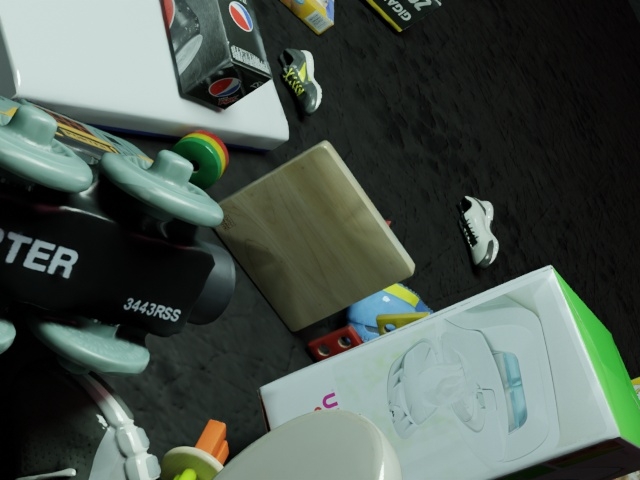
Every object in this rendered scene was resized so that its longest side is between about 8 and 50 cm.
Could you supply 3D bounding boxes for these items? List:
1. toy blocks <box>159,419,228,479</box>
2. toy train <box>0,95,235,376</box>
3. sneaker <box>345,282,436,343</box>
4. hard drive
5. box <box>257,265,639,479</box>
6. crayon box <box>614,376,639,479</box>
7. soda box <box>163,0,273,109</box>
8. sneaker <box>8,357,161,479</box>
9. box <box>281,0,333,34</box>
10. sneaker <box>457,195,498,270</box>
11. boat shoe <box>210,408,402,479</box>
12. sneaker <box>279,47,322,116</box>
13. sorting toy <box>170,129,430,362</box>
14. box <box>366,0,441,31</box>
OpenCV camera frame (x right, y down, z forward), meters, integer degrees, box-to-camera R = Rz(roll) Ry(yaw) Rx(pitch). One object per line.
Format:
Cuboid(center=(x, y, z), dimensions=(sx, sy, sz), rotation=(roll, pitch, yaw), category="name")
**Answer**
Cuboid(center=(-0.059, 0.181, 0.721), dimensions=(0.123, 0.054, 0.148), rotation=(55, 32, -12), category="toy blocks")
Cuboid(center=(-0.203, -0.028, 0.567), dimensions=(0.334, 0.142, 0.190), rotation=(19, 11, -42), category="toy train")
Cuboid(center=(0.085, 0.101, 1.003), dimensions=(0.209, 0.069, 0.082), rotation=(34, 73, -51), category="sneaker")
Cuboid(center=(-0.163, -0.187, 0.866), dimensions=(0.318, 0.040, 0.210), rotation=(2, 65, -56), category="hard drive")
Cuboid(center=(0.117, 0.141, 0.788), dimensions=(0.262, 0.231, 0.127), rotation=(34, 35, -62), category="box")
Cuboid(center=(0.450, 0.232, 1.217), dimensions=(0.081, 0.278, 0.165), rotation=(28, 45, -42), category="crayon box")
Cuboid(center=(-0.096, -0.201, 0.877), dimensions=(0.053, 0.060, 0.169), rotation=(18, 51, -52), category="soda box")
Cuboid(center=(-0.146, 0.182, 0.566), dimensions=(0.132, 0.086, 0.229), rotation=(-18, 83, -56), category="sneaker")
Cuboid(center=(-0.019, -0.312, 1.191), dimensions=(0.081, 0.028, 0.136), rotation=(36, 41, -36), category="box")
Cuboid(center=(0.189, -0.009, 1.261), dimensions=(0.044, 0.040, 0.109), rotation=(23, 43, -25), category="sneaker")
Cuboid(center=(-0.035, 0.267, 0.543), dimensions=(0.340, 0.127, 0.158), rotation=(-57, 134, -22), category="boat shoe")
Cuboid(center=(-0.024, -0.166, 1.073), dimensions=(0.035, 0.031, 0.083), rotation=(11, 52, -36), category="sneaker")
Cuboid(center=(0.000, 0.000, 0.873), dimensions=(0.274, 0.132, 0.046), rotation=(54, 30, -14), category="sorting toy")
Cuboid(center=(0.045, -0.470, 1.358), dimensions=(0.257, 0.079, 0.322), rotation=(37, 38, -39), category="box")
